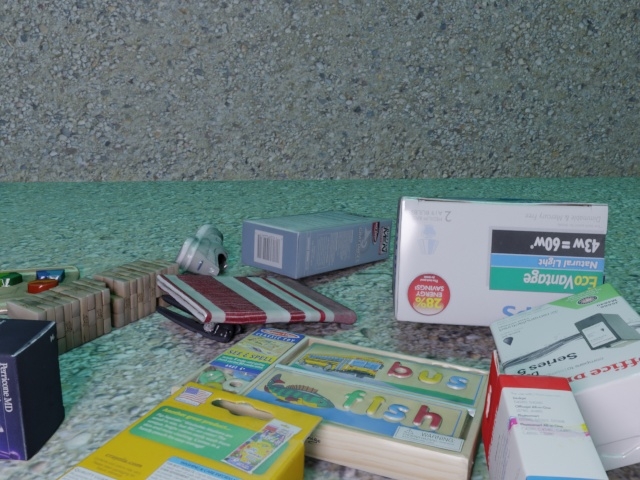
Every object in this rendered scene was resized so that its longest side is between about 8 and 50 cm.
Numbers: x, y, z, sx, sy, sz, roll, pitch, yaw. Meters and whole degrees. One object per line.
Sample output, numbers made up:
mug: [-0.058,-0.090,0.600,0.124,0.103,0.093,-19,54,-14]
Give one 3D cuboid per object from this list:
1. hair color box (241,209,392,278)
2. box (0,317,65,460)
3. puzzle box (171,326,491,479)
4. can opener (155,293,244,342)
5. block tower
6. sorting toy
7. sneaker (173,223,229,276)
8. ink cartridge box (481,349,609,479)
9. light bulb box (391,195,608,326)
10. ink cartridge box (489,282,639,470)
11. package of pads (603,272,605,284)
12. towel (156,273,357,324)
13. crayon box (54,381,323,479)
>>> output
hair color box: [0.000,0.000,1.518,0.185,0.114,0.374,13,15,39]
box: [-0.462,0.189,0.792,0.207,0.153,0.108,1,16,3]
puzzle box: [0.031,0.221,0.873,0.408,0.052,0.272,7,13,21]
can opener: [-0.237,0.149,1.139,0.186,0.059,0.073,14,-24,21]
block tower: [-0.420,0.120,1.161,0.090,0.097,0.335,10,16,29]
sorting toy: [-0.691,0.100,1.297,0.307,0.041,0.229,-3,16,-16]
sneaker: [-0.280,0.041,1.502,0.115,0.105,0.281,31,13,-4]
ink cartridge box: [0.227,0.235,0.628,0.077,0.134,0.231,2,29,4]
light bulb box: [0.324,0.028,1.196,0.357,0.226,0.361,2,4,6]
ink cartridge box: [0.362,0.182,0.834,0.198,0.115,0.273,-22,11,13]
package of pads: [0.616,0.094,1.406,0.083,0.050,0.032,3,10,8]
towel: [-0.123,0.117,1.167,0.328,0.037,0.237,5,10,-37]
crayon box: [-0.152,0.276,0.634,0.203,0.083,0.323,8,18,23]
